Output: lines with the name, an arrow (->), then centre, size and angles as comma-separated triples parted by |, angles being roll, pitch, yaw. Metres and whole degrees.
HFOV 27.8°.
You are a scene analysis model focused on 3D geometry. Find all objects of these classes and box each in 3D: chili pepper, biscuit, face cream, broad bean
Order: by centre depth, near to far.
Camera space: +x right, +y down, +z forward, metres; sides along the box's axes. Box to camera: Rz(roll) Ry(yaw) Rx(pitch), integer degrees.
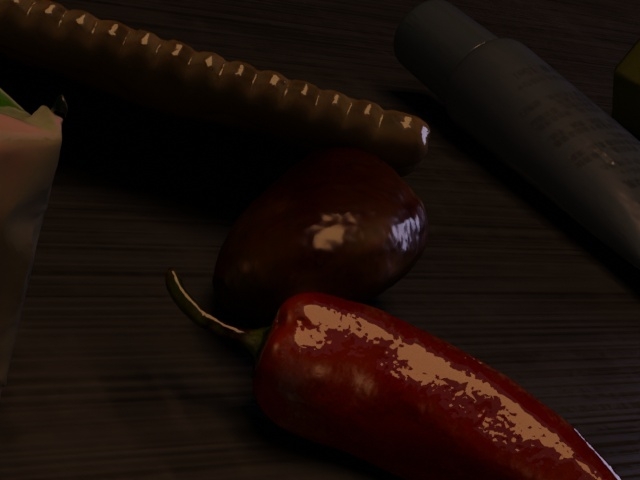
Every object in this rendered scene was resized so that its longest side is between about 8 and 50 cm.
chili pepper -> 0.046, 0.080, 0.599 | 0.272, 0.071, 0.063 | 27, -14, 7
broad bean -> 0.000, 0.000, 0.703 | 0.084, 0.114, 0.165 | 60, 30, -5
biscuit -> -0.090, -0.101, 0.853 | 0.324, 0.044, 0.217 | 17, 2, -2
face cream -> 0.190, -0.076, 1.021 | 0.135, 0.086, 0.385 | -5, 37, -36

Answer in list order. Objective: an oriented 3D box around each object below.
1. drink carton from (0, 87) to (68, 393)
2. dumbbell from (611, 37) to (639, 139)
drink carton -> -0.222, -0.033, 0.528 | 0.108, 0.161, 0.271 | -5, 33, -42
dumbbell -> 0.402, -0.095, 1.177 | 0.108, 0.121, 0.302 | -31, 47, -23
